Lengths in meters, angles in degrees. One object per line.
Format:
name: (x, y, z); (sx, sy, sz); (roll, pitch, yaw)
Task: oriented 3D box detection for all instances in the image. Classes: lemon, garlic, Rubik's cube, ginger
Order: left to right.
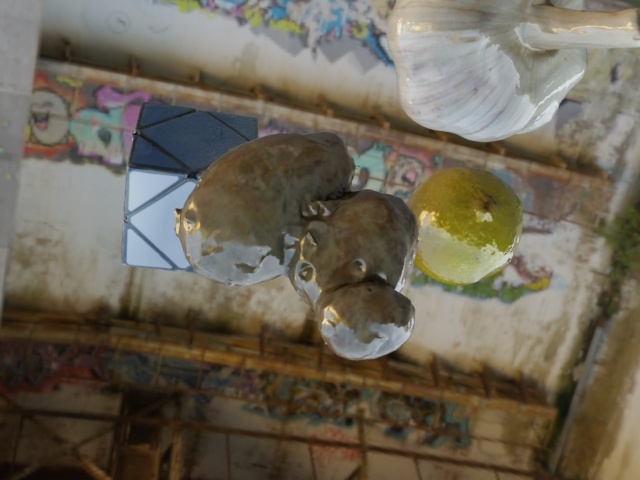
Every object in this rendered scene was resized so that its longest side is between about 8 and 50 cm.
Rubik's cube: (-0.215, -0.084, 1.423); (0.205, 0.207, 0.205); (8, -141, -9)
ginger: (0.000, 0.000, 0.992); (0.304, 0.155, 0.244); (33, -127, 18)
lemon: (0.299, -0.031, 1.815); (0.260, 0.284, 0.261); (15, -124, -24)
garlic: (0.178, -0.165, 0.718); (0.199, 0.199, 0.226); (2, -166, -34)
